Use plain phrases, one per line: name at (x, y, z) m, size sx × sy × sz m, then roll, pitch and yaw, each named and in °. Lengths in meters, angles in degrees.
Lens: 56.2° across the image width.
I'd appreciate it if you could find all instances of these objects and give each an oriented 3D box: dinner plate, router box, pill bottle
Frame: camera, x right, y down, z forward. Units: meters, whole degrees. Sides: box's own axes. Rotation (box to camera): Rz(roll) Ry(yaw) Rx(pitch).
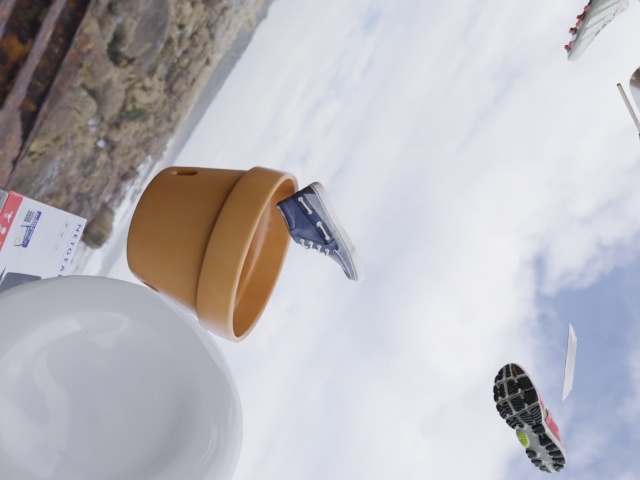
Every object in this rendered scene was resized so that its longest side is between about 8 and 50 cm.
dinner plate at (0.448, 0.219, 1.077) m, size 0.017 × 0.141 × 0.141 m, roll 5°, pitch -122°, yaw 25°
router box at (-0.580, 0.079, 1.086) m, size 0.301 × 0.082 × 0.335 m, roll 71°, pitch 38°, yaw -84°
pill bottle at (-0.206, 0.191, 0.443) m, size 0.334 × 0.188 × 0.188 m, roll -52°, pitch -162°, yaw 37°

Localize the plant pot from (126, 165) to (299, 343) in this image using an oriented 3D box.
plant pot at (-0.180, 0.001, 0.993) m, size 0.291 × 0.204 × 0.290 m, roll 17°, pitch 90°, yaw -81°

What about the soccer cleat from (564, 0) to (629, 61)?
soccer cleat at (0.511, -0.414, 1.085) m, size 0.068 × 0.076 × 0.196 m, roll -41°, pitch 154°, yaw -78°

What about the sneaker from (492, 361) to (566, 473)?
sneaker at (0.503, 0.417, 1.447) m, size 0.107 × 0.279 × 0.118 m, roll -24°, pitch -179°, yaw 28°

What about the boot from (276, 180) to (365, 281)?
boot at (0.000, 0.000, 1.030) m, size 0.086 × 0.190 × 0.069 m, roll -28°, pitch -177°, yaw -10°

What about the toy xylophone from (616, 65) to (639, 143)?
toy xylophone at (0.803, -0.285, 1.394) m, size 0.081 × 0.322 × 0.236 m, roll -30°, pitch -150°, yaw 13°
